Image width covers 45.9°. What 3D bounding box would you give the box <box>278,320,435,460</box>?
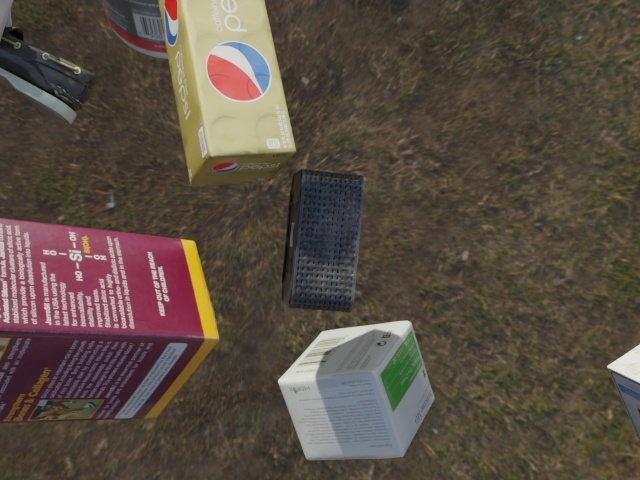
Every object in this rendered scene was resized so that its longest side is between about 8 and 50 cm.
[{"bbox_3d":[0.035,0.138,0.696,0.102,0.101,0.087,-10,106,29],"label":"box"}]

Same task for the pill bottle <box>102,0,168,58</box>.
[{"bbox_3d":[-0.200,-0.424,0.950,0.210,0.363,0.210,1,60,-1],"label":"pill bottle"}]

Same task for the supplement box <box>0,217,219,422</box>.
[{"bbox_3d":[-0.171,0.050,0.449,0.188,0.081,0.104,8,137,-35],"label":"supplement box"}]

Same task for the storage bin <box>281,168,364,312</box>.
[{"bbox_3d":[0.000,0.000,1.013,0.084,0.122,0.180,4,91,-8],"label":"storage bin"}]

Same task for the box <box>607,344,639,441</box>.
[{"bbox_3d":[0.505,0.249,0.965,0.169,0.087,0.290,-31,104,-10],"label":"box"}]

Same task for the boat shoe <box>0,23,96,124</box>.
[{"bbox_3d":[-0.375,-0.223,0.908,0.228,0.081,0.068,32,81,4],"label":"boat shoe"}]

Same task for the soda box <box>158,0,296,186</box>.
[{"bbox_3d":[-0.070,-0.133,0.528,0.061,0.058,0.181,-6,77,-24],"label":"soda box"}]

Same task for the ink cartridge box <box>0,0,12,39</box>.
[{"bbox_3d":[-0.396,-0.277,0.809,0.092,0.143,0.090,18,90,2],"label":"ink cartridge box"}]
